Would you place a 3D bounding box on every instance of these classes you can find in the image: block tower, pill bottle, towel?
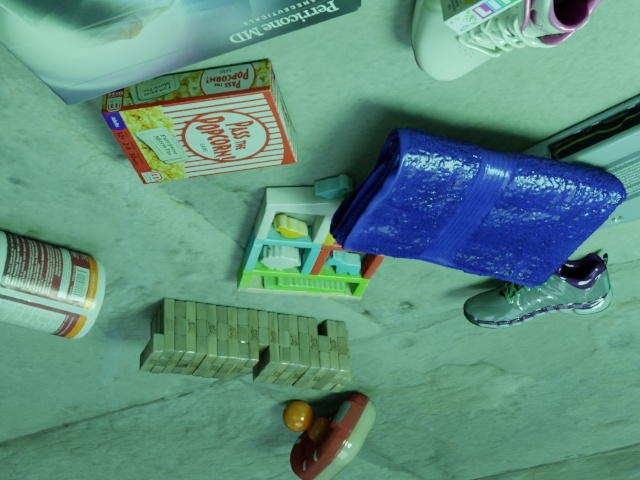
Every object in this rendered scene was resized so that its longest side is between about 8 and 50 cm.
[{"bbox_3d":[-0.112,0.169,1.710,0.336,0.097,0.091,8,148,-20],"label":"block tower"},{"bbox_3d":[-0.417,0.055,1.461,0.221,0.121,0.121,18,144,-30],"label":"pill bottle"},{"bbox_3d":[0.188,-0.028,1.315,0.308,0.076,0.227,9,149,-17],"label":"towel"}]

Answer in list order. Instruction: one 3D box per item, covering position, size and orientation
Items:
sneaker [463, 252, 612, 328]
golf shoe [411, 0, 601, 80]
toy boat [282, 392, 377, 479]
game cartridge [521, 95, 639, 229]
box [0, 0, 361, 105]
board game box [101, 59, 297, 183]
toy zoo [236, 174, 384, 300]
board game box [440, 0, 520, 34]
[{"bbox_3d":[0.321,0.064,1.603,0.224,0.083,0.098,-10,128,5],"label":"sneaker"},{"bbox_3d":[0.181,-0.228,1.012,0.115,0.140,0.306,10,149,-23],"label":"golf shoe"},{"bbox_3d":[-0.004,0.357,2.024,0.151,0.151,0.231,34,143,-1],"label":"toy boat"},{"bbox_3d":[0.409,-0.103,1.327,0.294,0.060,0.196,-25,139,33],"label":"game cartridge"},{"bbox_3d":[-0.157,-0.286,0.846,0.296,0.182,0.294,-15,149,20],"label":"box"},{"bbox_3d":[-0.135,-0.134,1.237,0.194,0.045,0.146,-8,149,8],"label":"board game box"},{"bbox_3d":[0.000,0.000,1.489,0.192,0.030,0.293,5,149,-13],"label":"toy zoo"},{"bbox_3d":[0.145,-0.266,0.925,0.103,0.154,0.026,-26,146,33],"label":"board game box"}]
